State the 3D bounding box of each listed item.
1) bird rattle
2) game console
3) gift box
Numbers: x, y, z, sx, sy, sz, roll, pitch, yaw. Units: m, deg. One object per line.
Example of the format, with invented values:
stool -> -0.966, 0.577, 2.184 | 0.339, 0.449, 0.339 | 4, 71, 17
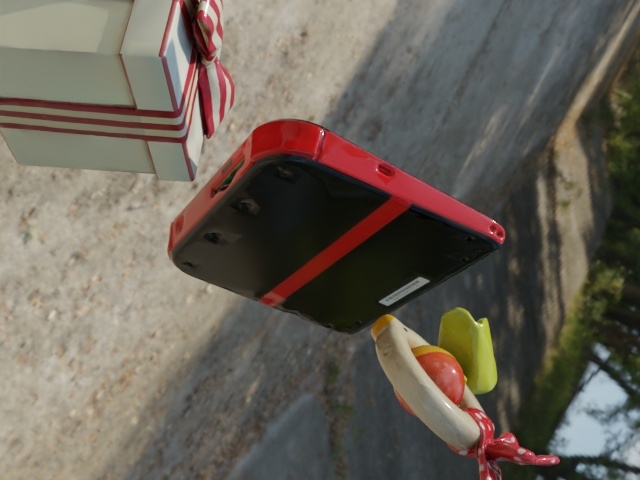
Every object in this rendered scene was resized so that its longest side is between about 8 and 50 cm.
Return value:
bird rattle -> 0.138, 0.185, 0.986 | 0.143, 0.207, 0.253 | -41, -150, 21
game console -> 0.000, 0.000, 1.173 | 0.386, 0.342, 0.060 | -38, -144, 52
gift box -> -0.234, -0.248, 1.021 | 0.255, 0.258, 0.276 | 88, 8, -64
